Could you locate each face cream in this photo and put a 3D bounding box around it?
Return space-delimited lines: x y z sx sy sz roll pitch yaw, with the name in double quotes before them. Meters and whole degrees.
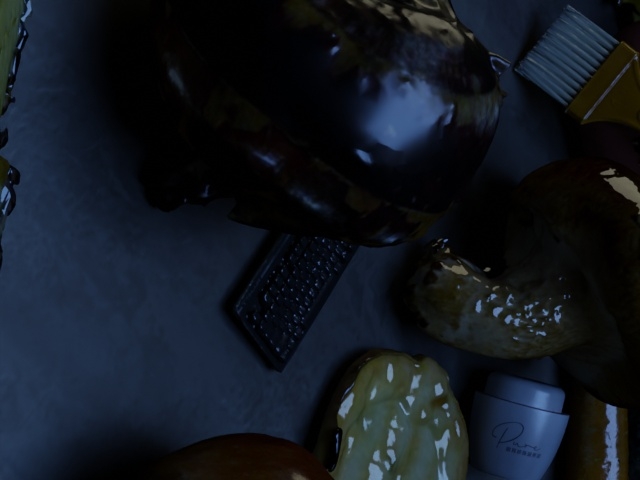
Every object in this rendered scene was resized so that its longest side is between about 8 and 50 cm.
"face cream" 0.184 0.175 1.796 0.091 0.091 0.095 15 90 -47

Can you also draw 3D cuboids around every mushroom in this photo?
"mushroom" 0.238 0.052 1.762 0.267 0.254 0.267 51 21 -28

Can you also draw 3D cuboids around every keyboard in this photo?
"keyboard" 0.000 0.000 1.635 0.230 0.025 0.093 -58 133 -28

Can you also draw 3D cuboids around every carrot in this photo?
"carrot" 0.276 0.190 1.915 0.067 0.067 0.225 0 90 -47

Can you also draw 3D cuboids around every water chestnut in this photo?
"water chestnut" -0.015 -0.109 1.470 0.300 0.300 0.300 -3 95 -47

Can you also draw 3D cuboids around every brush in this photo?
"brush" 0.331 -0.100 1.816 0.090 0.314 0.017 -51 169 2

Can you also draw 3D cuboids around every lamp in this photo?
"lamp" 0.341 -0.130 1.893 0.182 0.140 0.182 -3 107 -11

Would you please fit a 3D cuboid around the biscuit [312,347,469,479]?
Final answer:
"biscuit" 0.051 0.218 1.694 0.203 0.041 0.260 45 61 -42

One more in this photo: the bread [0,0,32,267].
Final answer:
"bread" -0.339 -0.162 1.258 0.405 0.242 0.345 74 29 -69

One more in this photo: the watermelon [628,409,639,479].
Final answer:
"watermelon" 0.388 0.150 2.017 0.226 0.148 0.318 30 55 -63

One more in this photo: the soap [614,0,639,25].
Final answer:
"soap" 0.408 -0.335 1.986 0.259 0.143 0.281 54 50 -37

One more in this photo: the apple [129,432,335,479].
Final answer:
"apple" -0.077 0.257 1.435 0.230 0.230 0.230 -3 95 -47
